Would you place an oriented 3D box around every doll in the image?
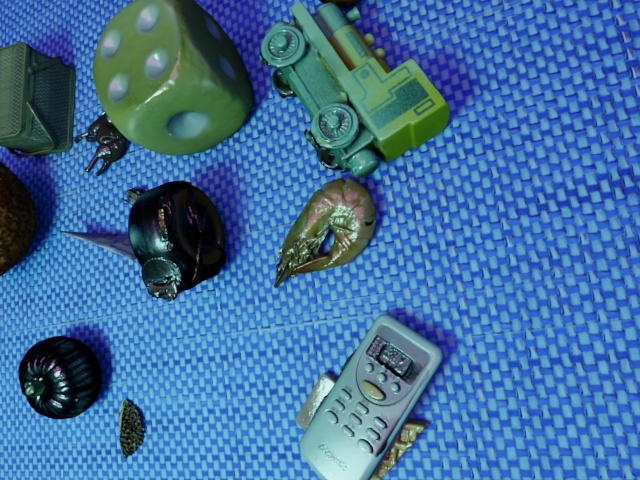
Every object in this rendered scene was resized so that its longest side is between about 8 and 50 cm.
[{"bbox_3d":[-0.528,-0.258,1.056,0.165,0.057,0.139,-33,71,10],"label":"doll"}]

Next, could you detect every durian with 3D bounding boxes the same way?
[{"bbox_3d":[-0.431,0.426,0.967,0.066,0.052,0.130,-25,69,57],"label":"durian"}]

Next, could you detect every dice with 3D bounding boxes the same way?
[{"bbox_3d":[-0.301,-0.334,0.883,0.239,0.227,0.233,-26,74,18],"label":"dice"}]

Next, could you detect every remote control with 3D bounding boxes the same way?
[{"bbox_3d":[0.082,0.280,0.738,0.140,0.056,0.296,32,87,31],"label":"remote control"}]

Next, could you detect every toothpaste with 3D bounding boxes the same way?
[{"bbox_3d":[-0.473,0.009,1.001,0.301,0.075,0.048,11,112,19],"label":"toothpaste"}]

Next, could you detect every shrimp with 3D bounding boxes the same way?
[{"bbox_3d":[0.000,0.000,0.824,0.267,0.061,0.145,-46,81,9],"label":"shrimp"}]

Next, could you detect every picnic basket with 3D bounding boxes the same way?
[{"bbox_3d":[-0.760,-0.357,1.108,0.166,0.139,0.266,-3,84,21],"label":"picnic basket"}]

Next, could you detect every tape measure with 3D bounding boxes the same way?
[{"bbox_3d":[-0.279,-0.008,0.854,0.135,0.202,0.222,-12,95,18],"label":"tape measure"}]

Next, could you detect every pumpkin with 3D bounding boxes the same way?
[{"bbox_3d":[-0.601,0.316,0.984,0.194,0.150,0.194,19,118,42],"label":"pumpkin"}]

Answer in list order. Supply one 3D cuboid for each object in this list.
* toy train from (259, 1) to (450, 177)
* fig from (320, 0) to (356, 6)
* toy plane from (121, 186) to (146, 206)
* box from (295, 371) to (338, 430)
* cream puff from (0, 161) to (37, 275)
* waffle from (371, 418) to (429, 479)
[{"bbox_3d":[0.042,-0.301,0.795,0.237,0.150,0.368,-32,74,7],"label":"toy train"},{"bbox_3d":[0.022,-0.557,0.789,0.175,0.207,0.174,-6,79,31],"label":"fig"},{"bbox_3d":[-0.427,-0.093,1.012,0.121,0.031,0.049,27,100,24],"label":"toy plane"},{"bbox_3d":[-0.002,0.309,0.810,0.048,0.025,0.115,32,96,26],"label":"box"},{"bbox_3d":[-0.849,-0.039,1.064,0.351,0.229,0.349,-17,64,39],"label":"cream puff"},{"bbox_3d":[0.120,0.406,0.754,0.125,0.032,0.190,5,89,19],"label":"waffle"}]
